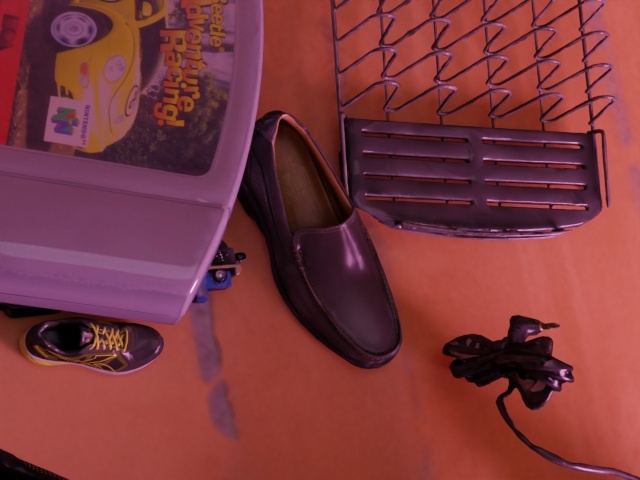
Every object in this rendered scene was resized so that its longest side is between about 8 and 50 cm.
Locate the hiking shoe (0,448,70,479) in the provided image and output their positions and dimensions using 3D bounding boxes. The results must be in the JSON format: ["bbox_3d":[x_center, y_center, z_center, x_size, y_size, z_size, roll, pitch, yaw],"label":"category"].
[{"bbox_3d":[-0.128,0.187,0.864,0.227,0.114,0.086,37,68,-6],"label":"hiking shoe"}]

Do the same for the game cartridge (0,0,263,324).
[{"bbox_3d":[-0.133,-0.102,0.953,0.196,0.060,0.294,9,68,-14],"label":"game cartridge"}]

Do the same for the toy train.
[{"bbox_3d":[-0.119,0.024,0.958,0.158,0.027,0.036,-6,81,-20],"label":"toy train"}]

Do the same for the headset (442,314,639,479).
[{"bbox_3d":[0.192,0.233,0.972,0.243,0.185,0.394,-29,101,-19],"label":"headset"}]

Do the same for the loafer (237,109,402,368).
[{"bbox_3d":[0.000,0.000,0.986,0.062,0.061,0.170,-32,88,-24],"label":"loafer"}]

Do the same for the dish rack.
[{"bbox_3d":[0.100,-0.137,1.050,0.208,0.074,0.271,2,75,-17],"label":"dish rack"}]

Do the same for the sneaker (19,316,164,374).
[{"bbox_3d":[-0.130,0.060,0.940,0.083,0.035,0.031,0,77,-19],"label":"sneaker"}]
